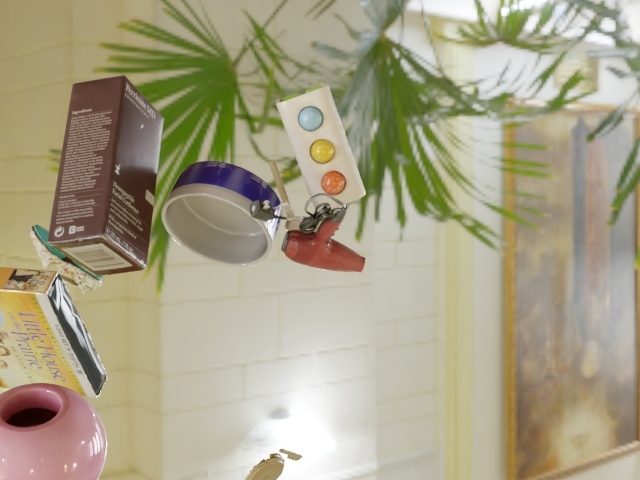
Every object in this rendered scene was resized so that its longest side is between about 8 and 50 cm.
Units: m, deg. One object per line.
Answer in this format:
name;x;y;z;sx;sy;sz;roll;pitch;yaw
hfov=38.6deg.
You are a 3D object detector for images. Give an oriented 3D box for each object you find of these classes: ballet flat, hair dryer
ballet flat;-0.688;0.059;2.424;0.241;0.077;0.091;42;-167;-17
hair dryer;0.000;0.000;1.971;0.223;0.080;0.293;-2;153;37

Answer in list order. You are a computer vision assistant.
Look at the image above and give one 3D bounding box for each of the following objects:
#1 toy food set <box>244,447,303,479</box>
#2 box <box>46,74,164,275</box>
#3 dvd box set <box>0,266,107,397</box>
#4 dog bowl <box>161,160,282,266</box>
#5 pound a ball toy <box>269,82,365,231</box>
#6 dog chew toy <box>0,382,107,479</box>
toy food set;-0.147;0.598;2.360;0.038;0.192;0.132;49;-176;35
box;-0.450;-0.136;1.948;0.143;0.382;0.191;-7;156;17
dvd box set;-0.642;0.168;1.721;0.420;0.308;0.062;4;-134;13
dog bowl;-0.224;-0.058;2.100;0.264;0.104;0.265;12;144;9
pound a ball toy;-0.028;-0.179;2.124;0.208;0.319;0.136;-20;-165;0
dog chew toy;-0.428;0.385;1.406;0.206;0.332;0.207;2;-150;-1
